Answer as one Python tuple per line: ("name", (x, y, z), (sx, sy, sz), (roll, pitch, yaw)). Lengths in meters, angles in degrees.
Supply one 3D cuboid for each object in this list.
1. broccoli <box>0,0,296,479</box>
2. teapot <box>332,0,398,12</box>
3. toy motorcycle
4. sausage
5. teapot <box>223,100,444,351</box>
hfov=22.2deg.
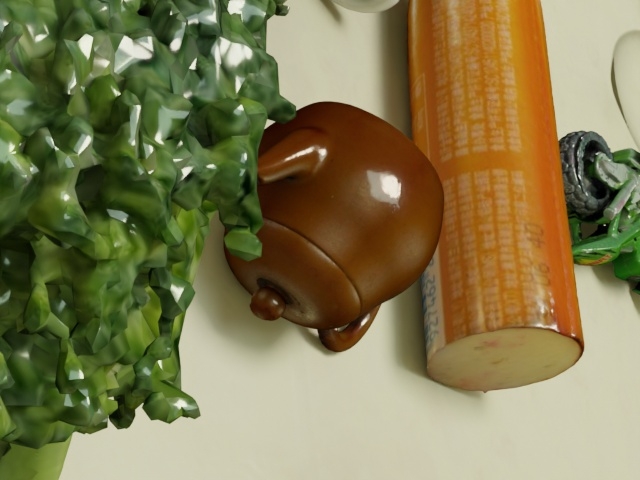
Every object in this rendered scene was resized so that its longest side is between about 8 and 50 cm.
("broccoli", (-0.163, -0.014, 0.530), (0.249, 0.302, 0.375), (21, 23, -20))
("teapot", (-0.012, -0.238, 0.928), (0.159, 0.116, 0.245), (-83, 153, -50))
("toy motorcycle", (0.222, -0.011, 1.151), (0.190, 0.074, 0.106), (18, 65, -47))
("sausage", (0.100, -0.066, 0.996), (0.093, 0.093, 0.312), (28, 49, -42))
("teapot", (0.000, 0.000, 0.825), (0.173, 0.116, 0.116), (68, 23, -50))
